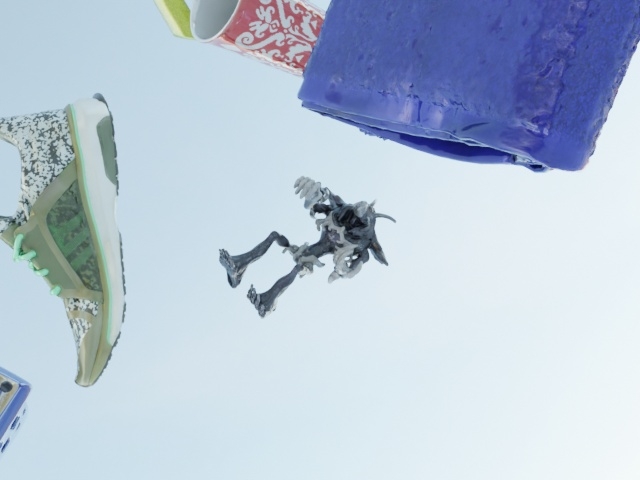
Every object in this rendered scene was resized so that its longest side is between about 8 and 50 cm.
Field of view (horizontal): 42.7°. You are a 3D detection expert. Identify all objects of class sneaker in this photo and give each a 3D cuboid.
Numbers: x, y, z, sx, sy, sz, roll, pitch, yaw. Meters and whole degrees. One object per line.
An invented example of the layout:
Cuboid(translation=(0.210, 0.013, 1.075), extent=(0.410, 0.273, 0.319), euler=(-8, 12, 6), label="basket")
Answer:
Cuboid(translation=(-0.371, 0.002, 1.140), extent=(0.182, 0.158, 0.410), euler=(-4, -91, -17), label="sneaker")

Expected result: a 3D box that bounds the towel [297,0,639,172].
Cuboid(translation=(0.112, -0.193, 0.444), extent=(0.076, 0.228, 0.308), euler=(16, -83, -37), label="towel")

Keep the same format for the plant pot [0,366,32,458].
Cuboid(translation=(-0.612, 0.290, 1.300), extent=(0.212, 0.236, 0.236), euler=(-45, 16, 50), label="plant pot")

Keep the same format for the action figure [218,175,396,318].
Cuboid(translation=(0.000, 0.000, 1.197), extent=(0.276, 0.164, 0.141), euler=(-32, -15, -20), label="action figure")

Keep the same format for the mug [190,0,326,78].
Cuboid(translation=(-0.055, -0.288, 1.027), extent=(0.169, 0.113, 0.150), euler=(17, -82, -40), label="mug")

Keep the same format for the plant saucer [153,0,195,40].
Cuboid(translation=(-0.258, -0.412, 1.364), extent=(0.045, 0.188, 0.188), euler=(-30, -71, 0), label="plant saucer")
